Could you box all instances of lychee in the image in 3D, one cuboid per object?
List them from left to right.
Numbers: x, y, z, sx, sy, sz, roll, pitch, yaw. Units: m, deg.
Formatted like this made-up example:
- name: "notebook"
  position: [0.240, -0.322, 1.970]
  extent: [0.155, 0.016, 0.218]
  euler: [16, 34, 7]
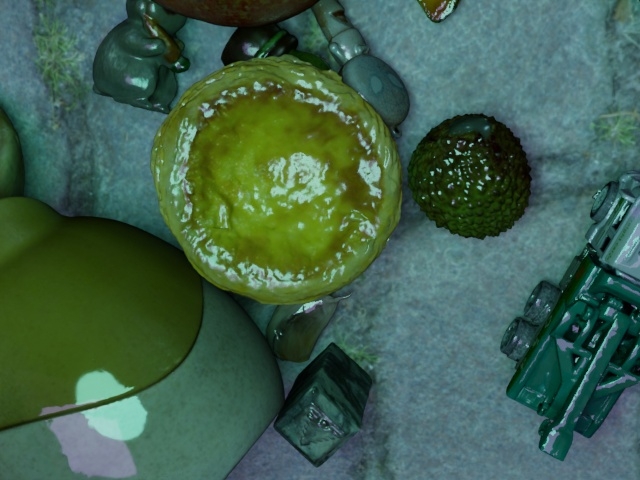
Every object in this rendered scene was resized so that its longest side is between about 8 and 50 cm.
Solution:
- name: "lychee"
  position: [0.193, -0.077, 0.995]
  extent: [0.171, 0.171, 0.171]
  euler: [2, 104, 9]

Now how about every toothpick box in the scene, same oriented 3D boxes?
- name: "toothpick box"
  position: [-0.299, 0.182, 1.002]
  extent: [0.425, 0.409, 0.409]
  euler: [41, 106, 5]

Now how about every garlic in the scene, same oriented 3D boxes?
- name: "garlic"
  position: [-0.029, 0.113, 1.126]
  extent: [0.084, 0.066, 0.152]
  euler: [19, 112, -24]

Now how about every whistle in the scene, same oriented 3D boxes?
- name: "whistle"
  position: [0.047, -0.227, 1.016]
  extent: [0.057, 0.107, 0.220]
  euler: [-33, 83, 41]

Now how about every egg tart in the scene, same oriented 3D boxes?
- name: "egg tart"
  position: [-0.056, -0.076, 0.982]
  extent: [0.318, 0.128, 0.319]
  euler: [-1, 98, -7]

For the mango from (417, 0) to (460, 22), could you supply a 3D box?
- name: "mango"
  position: [0.138, -0.373, 0.978]
  extent: [0.101, 0.066, 0.188]
  euler: [-17, 105, 5]

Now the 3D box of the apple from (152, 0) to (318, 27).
- name: "apple"
  position: [-0.100, -0.425, 0.895]
  extent: [0.348, 0.277, 0.349]
  euler: [3, 106, 10]

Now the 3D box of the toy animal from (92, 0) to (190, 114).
- name: "toy animal"
  position: [-0.234, -0.290, 1.037]
  extent: [0.138, 0.108, 0.236]
  euler: [11, 104, 7]

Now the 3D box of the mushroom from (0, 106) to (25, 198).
- name: "mushroom"
  position: [-0.565, -0.105, 1.137]
  extent: [0.291, 0.212, 0.217]
  euler: [5, 149, -3]

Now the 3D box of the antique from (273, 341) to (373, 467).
- name: "antique"
  position: [0.006, 0.229, 1.080]
  extent: [0.088, 0.183, 0.086]
  euler: [43, 107, -1]

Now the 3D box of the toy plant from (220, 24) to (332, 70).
- name: "toy plant"
  position: [-0.047, -0.223, 1.031]
  extent: [0.162, 0.093, 0.093]
  euler: [36, 106, -3]

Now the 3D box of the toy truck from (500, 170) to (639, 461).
- name: "toy truck"
  position: [0.373, 0.099, 0.994]
  extent: [0.176, 0.178, 0.364]
  euler: [27, 103, 3]
